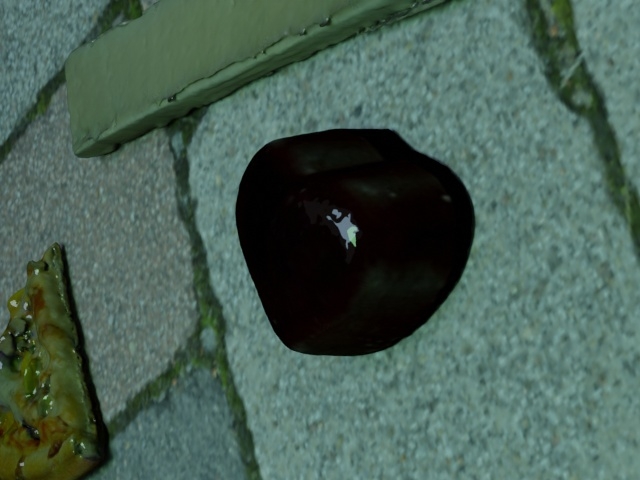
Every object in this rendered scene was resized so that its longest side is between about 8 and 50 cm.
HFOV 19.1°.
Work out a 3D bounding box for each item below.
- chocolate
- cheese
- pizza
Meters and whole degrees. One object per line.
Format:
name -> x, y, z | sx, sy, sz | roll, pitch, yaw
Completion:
chocolate -> 0.000, 0.000, 1.025 | 0.148, 0.080, 0.125 | 38, 115, 48
cheese -> -0.051, -0.132, 1.151 | 0.400, 0.034, 0.085 | -16, 72, 52
pizza -> -0.196, 0.091, 1.318 | 0.184, 0.036, 0.176 | 18, 100, 53
